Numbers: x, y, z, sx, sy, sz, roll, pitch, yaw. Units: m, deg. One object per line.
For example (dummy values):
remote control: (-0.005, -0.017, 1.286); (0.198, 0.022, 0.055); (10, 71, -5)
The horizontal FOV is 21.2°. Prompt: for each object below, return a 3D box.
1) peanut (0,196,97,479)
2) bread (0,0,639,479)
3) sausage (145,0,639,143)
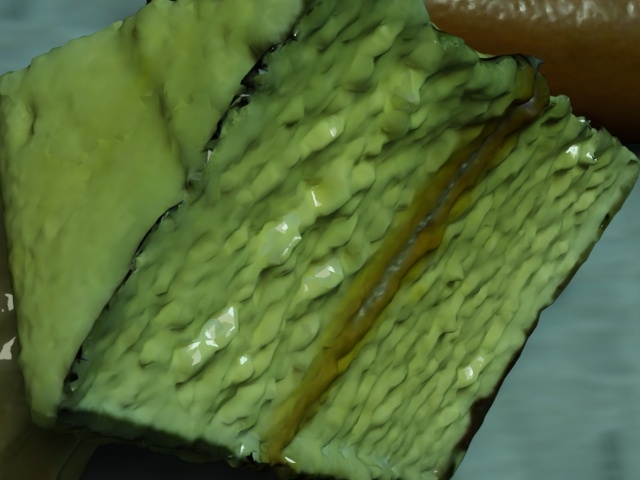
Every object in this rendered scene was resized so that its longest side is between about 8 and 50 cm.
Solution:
peanut: (-0.125, 0.078, 0.601); (0.111, 0.125, 0.275); (27, 56, -30)
bread: (0.000, 0.000, 0.620); (0.141, 0.266, 0.178); (20, 88, 37)
sausage: (0.071, -0.092, 0.769); (0.300, 0.089, 0.083); (2, 74, -15)
